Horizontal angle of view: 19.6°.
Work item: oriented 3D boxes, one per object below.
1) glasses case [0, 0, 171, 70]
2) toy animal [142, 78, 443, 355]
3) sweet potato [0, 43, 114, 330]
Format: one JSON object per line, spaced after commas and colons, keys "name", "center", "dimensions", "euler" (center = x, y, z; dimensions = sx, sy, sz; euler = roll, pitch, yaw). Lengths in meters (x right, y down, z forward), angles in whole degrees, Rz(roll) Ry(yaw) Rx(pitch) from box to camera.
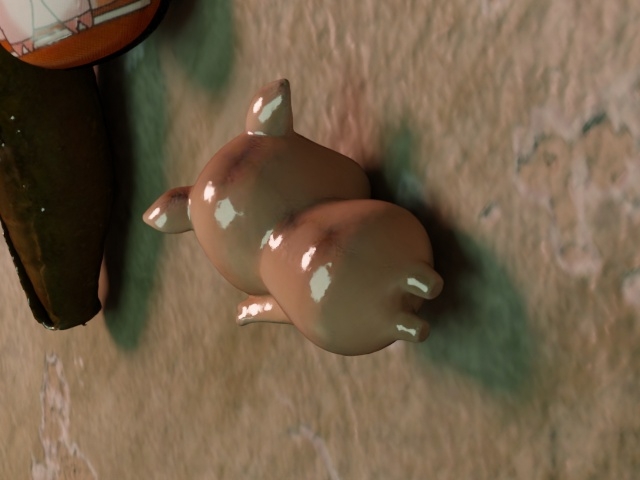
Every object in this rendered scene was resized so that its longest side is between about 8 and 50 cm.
{"name": "glasses case", "center": [-0.150, -0.219, 0.967], "dimensions": [0.103, 0.067, 0.266], "euler": [-20, 82, 19]}
{"name": "toy animal", "center": [-0.002, -0.003, 0.813], "dimensions": [0.150, 0.083, 0.089], "euler": [33, 157, 33]}
{"name": "sweet potato", "center": [-0.172, -0.078, 1.060], "dimensions": [0.112, 0.085, 0.285], "euler": [16, 133, 55]}
